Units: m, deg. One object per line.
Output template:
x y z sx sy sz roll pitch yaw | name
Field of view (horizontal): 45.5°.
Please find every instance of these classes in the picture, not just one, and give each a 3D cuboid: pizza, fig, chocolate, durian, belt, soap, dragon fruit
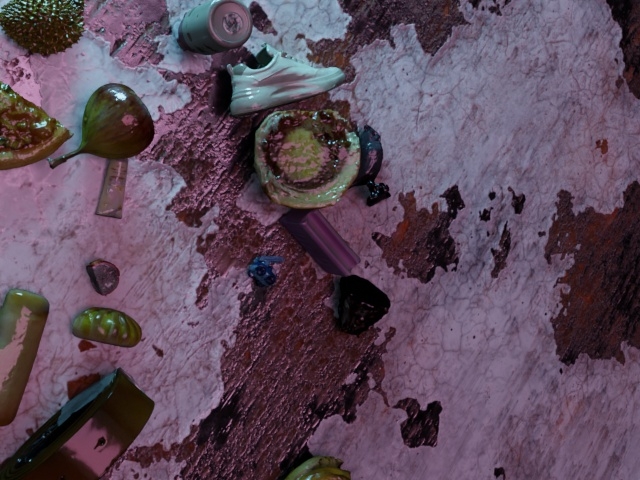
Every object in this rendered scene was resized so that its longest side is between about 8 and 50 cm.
-0.649 -0.241 1.550 0.292 0.058 0.197 -6 97 -32 | pizza
-0.467 -0.227 1.633 0.230 0.143 0.160 -35 113 3 | fig
0.093 0.189 2.036 0.156 0.156 0.133 16 113 -32 | chocolate
-0.546 -0.470 1.574 0.208 0.102 0.146 -49 111 -24 | durian
-0.507 0.426 1.608 0.338 0.217 0.122 -44 109 -18 | belt
0.000 0.000 1.945 0.065 0.122 0.203 -50 116 -17 | soap
-0.478 0.074 1.688 0.060 0.056 0.083 -28 112 -25 | dragon fruit

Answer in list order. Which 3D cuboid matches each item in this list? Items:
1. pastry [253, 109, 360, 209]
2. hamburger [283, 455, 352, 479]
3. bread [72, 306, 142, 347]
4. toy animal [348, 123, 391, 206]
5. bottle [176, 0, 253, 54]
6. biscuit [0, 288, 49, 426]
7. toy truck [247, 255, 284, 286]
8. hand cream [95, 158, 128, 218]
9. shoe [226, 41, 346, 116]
-0.040 -0.191 1.868 0.256 0.170 0.237 -4 90 -17 | pastry
-0.042 0.676 1.967 0.156 0.144 0.283 34 74 -19 | hamburger
-0.465 0.196 1.687 0.157 0.094 0.083 18 89 -24 | bread
0.118 -0.200 2.043 0.117 0.121 0.210 -13 83 13 | toy animal
-0.243 -0.466 1.684 0.110 0.233 0.110 -4 98 -29 | bottle
-0.701 0.227 1.556 0.237 0.062 0.291 21 84 -33 | biscuit
-0.131 0.068 1.911 0.073 0.056 0.090 49 57 -19 | toy truck
-0.459 -0.121 1.696 0.061 0.039 0.143 8 95 -35 | hand cream
-0.094 -0.408 1.857 0.316 0.124 0.159 -24 100 -28 | shoe
